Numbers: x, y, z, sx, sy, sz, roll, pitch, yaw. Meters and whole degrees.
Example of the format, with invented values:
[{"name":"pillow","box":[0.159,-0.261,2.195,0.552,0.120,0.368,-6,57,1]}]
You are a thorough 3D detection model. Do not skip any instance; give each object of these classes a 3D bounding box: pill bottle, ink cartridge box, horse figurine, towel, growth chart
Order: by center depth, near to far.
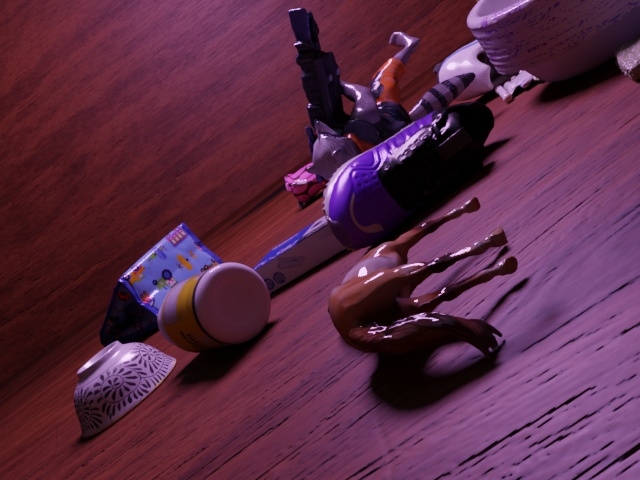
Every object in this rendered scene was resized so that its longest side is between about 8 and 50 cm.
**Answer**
[{"name":"horse figurine","box":[0.068,0.037,0.568,0.174,0.066,0.263,-29,9,11]},{"name":"towel","box":[0.390,-0.229,0.806,0.110,0.027,0.148,-33,10,27]},{"name":"pill bottle","box":[-0.150,0.095,0.936,0.103,0.103,0.184,-43,11,-33]},{"name":"ink cartridge box","box":[0.000,0.000,1.030,0.207,0.046,0.097,-32,9,29]},{"name":"growth chart","box":[0.393,-0.303,1.167,0.237,0.021,0.172,-33,11,22]}]

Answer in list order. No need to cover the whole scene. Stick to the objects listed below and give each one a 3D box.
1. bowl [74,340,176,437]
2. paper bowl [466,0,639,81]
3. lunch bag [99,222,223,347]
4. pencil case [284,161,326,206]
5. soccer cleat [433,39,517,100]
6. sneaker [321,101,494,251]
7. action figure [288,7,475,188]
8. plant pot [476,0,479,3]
[{"name":"bowl","box":[-0.305,0.202,1.042,0.170,0.080,0.170,-36,10,7]},{"name":"paper bowl","box":[0.363,-0.335,0.992,0.284,0.148,0.284,-35,17,12]},{"name":"lunch bag","box":[-0.391,0.128,1.618,0.293,0.138,0.221,-40,7,47]},{"name":"pencil case","box":[0.018,-0.169,1.649,0.209,0.095,0.098,-34,-21,18]},{"name":"soccer cleat","box":[0.363,-0.368,1.389,0.143,0.116,0.331,6,40,47]},{"name":"sneaker","box":[0.125,-0.101,0.902,0.293,0.102,0.146,-43,12,-35]},{"name":"action figure","box":[0.084,-0.208,1.074,0.179,0.341,0.330,7,40,37]},{"name":"plant pot","box":[0.424,-0.534,1.256,0.366,0.366,0.353,-28,20,41]}]
